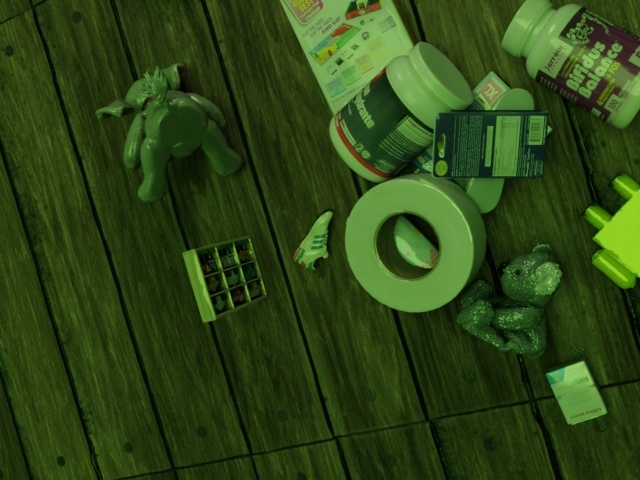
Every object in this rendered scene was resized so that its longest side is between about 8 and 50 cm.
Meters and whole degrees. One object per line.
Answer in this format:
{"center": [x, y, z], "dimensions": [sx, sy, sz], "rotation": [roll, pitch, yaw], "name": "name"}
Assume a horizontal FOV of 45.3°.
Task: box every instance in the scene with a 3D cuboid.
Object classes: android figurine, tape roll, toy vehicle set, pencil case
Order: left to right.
{"center": [-0.221, 0.085, 1.828], "dimensions": [0.035, 0.267, 0.165], "rotation": [-17, 91, 24], "name": "toy vehicle set"}
{"center": [0.184, 0.021, 1.742], "dimensions": [0.124, 0.113, 0.273], "rotation": [-45, 79, 12], "name": "pencil case"}
{"center": [0.198, 0.002, 1.606], "dimensions": [0.286, 0.100, 0.286], "rotation": [7, 106, 27], "name": "tape roll"}
{"center": [0.683, -0.011, 1.573], "dimensions": [0.273, 0.056, 0.248], "rotation": [44, 109, 13], "name": "android figurine"}

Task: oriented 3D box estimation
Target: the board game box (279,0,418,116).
{"center": [0.076, -0.472, 1.753], "dimensions": [0.242, 0.064, 0.316], "rotation": [-25, 87, 22], "name": "board game box"}

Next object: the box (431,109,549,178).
{"center": [0.334, -0.192, 1.529], "dimensions": [0.225, 0.036, 0.136], "rotation": [0, 107, -3], "name": "box"}

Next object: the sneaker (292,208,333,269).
{"center": [0.000, 0.000, 1.852], "dimensions": [0.075, 0.057, 0.161], "rotation": [33, 106, -2], "name": "sneaker"}

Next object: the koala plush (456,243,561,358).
{"center": [0.431, 0.115, 1.626], "dimensions": [0.203, 0.196, 0.221], "rotation": [31, 106, 4], "name": "koala plush"}

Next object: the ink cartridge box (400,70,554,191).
{"center": [0.334, -0.194, 1.688], "dimensions": [0.186, 0.065, 0.311], "rotation": [47, 112, 11], "name": "ink cartridge box"}

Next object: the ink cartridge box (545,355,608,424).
{"center": [0.557, 0.325, 1.663], "dimensions": [0.089, 0.052, 0.122], "rotation": [-25, 86, 23], "name": "ink cartridge box"}

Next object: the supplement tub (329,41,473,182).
{"center": [0.169, -0.270, 1.639], "dimensions": [0.272, 0.191, 0.191], "rotation": [-40, 81, 31], "name": "supplement tub"}

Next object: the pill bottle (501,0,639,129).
{"center": [0.523, -0.366, 1.533], "dimensions": [0.302, 0.169, 0.169], "rotation": [35, 107, 15], "name": "pill bottle"}

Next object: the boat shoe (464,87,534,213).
{"center": [0.365, -0.189, 1.598], "dimensions": [0.096, 0.088, 0.267], "rotation": [11, 107, -5], "name": "boat shoe"}

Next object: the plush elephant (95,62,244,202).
{"center": [-0.388, -0.294, 1.877], "dimensions": [0.272, 0.255, 0.330], "rotation": [-28, 125, -15], "name": "plush elephant"}
